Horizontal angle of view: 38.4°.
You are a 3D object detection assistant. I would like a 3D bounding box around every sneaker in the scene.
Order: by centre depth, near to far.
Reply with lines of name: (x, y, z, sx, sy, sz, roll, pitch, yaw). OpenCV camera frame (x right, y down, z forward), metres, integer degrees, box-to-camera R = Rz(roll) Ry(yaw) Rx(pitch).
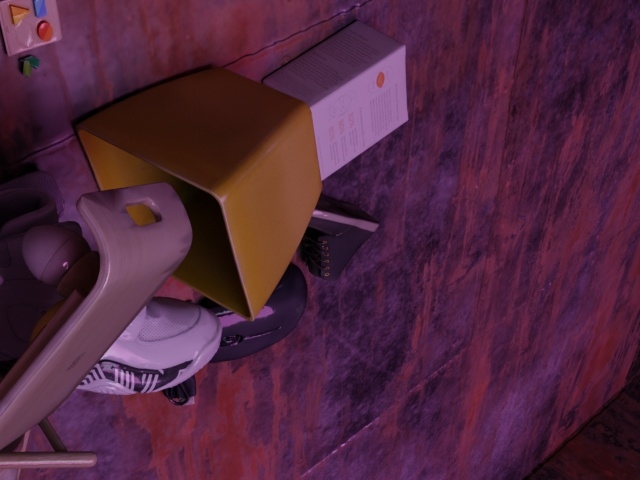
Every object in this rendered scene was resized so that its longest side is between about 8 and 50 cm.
sneaker: (-0.255, 0.050, 0.994, 0.366, 0.137, 0.210, 3, 119, -33)
sneaker: (0.000, 0.000, 1.356, 0.222, 0.083, 0.118, 15, 109, -56)

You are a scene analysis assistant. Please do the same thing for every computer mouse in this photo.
computer mouse: (-0.112, 0.130, 1.351, 0.272, 0.072, 0.188, -30, 140, -31)

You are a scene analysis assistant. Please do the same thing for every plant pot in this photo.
plant pot: (-0.114, -0.075, 1.051, 0.187, 0.212, 0.212, -48, 149, -28)

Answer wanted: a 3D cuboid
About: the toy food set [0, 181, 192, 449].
toy food set: (-0.251, 0.078, 0.817, 0.306, 0.092, 0.220, -49, 178, 10)

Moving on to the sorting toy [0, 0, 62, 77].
sorting toy: (-0.277, -0.200, 0.890, 0.062, 0.012, 0.083, -30, 141, -31)

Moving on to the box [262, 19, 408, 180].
box: (0.024, -0.184, 1.205, 0.170, 0.091, 0.130, -36, 143, -23)

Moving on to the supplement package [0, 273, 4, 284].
supplement package: (-0.434, -0.009, 0.704, 0.199, 0.198, 0.262, -46, 147, -11)

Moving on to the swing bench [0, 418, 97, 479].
swing bench: (-0.428, 0.321, 1.064, 0.255, 0.165, 0.253, -5, 126, -42)
